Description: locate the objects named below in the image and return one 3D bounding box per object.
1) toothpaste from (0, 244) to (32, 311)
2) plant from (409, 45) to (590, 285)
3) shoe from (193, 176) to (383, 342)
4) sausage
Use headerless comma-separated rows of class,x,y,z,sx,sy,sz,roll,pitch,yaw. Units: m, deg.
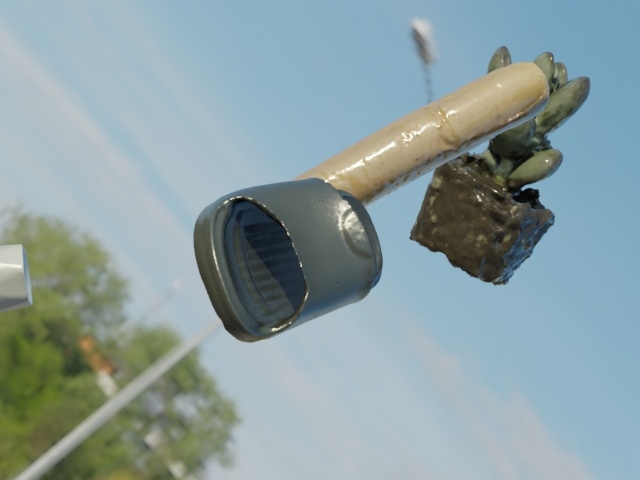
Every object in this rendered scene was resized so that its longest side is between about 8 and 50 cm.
toothpaste,-0.520,0.065,2.105,0.080,0.371,0.125,-102,-174,-56
plant,0.221,-0.089,2.161,0.146,0.274,0.149,24,4,15
shoe,0.000,0.000,1.345,0.241,0.093,0.108,-15,83,-62
sausage,0.086,-0.086,1.740,0.066,0.301,0.066,54,-14,20
